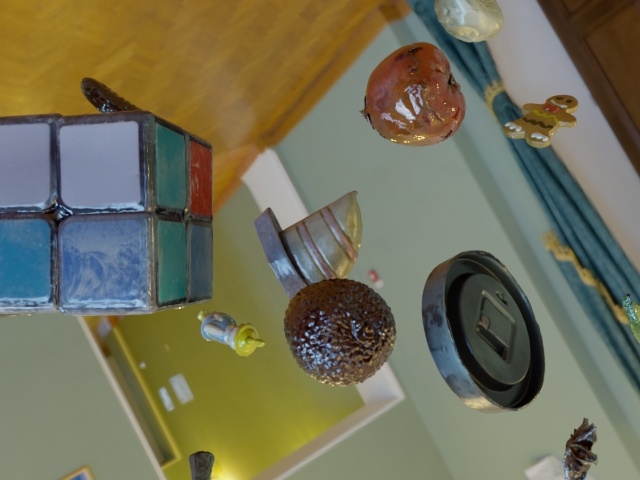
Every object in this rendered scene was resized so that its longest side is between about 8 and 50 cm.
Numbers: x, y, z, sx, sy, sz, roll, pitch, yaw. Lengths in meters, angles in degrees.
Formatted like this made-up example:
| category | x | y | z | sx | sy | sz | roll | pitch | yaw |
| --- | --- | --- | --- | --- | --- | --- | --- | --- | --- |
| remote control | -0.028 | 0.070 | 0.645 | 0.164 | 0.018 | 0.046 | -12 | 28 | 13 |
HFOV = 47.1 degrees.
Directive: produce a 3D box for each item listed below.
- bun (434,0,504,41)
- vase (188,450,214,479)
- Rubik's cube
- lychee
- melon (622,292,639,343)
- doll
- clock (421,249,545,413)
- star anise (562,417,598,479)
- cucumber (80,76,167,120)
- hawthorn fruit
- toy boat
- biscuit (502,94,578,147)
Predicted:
| category | x | y | z | sx | sy | sz | roll | pitch | yaw |
| --- | --- | --- | --- | --- | --- | --- | --- | --- | --- |
| bun | 0.285 | -0.472 | 1.485 | 0.102 | 0.183 | 0.183 | -38 | 170 | 32 |
| vase | -0.248 | 0.522 | 1.521 | 0.059 | 0.059 | 0.167 | -29 | -145 | 15 |
| Rubik's cube | -0.370 | -0.034 | 1.238 | 0.313 | 0.318 | 0.316 | -2 | 179 | 9 |
| lychee | 0.043 | 0.212 | 1.711 | 0.261 | 0.260 | 0.260 | -28 | 175 | -3 |
| melon | 0.856 | 0.221 | 1.873 | 0.114 | 0.262 | 0.053 | -52 | -157 | -4 |
| doll | -0.257 | 0.265 | 2.101 | 0.241 | 0.135 | 0.099 | 14 | -127 | 41 |
| clock | 0.324 | 0.178 | 1.441 | 0.067 | 0.325 | 0.325 | -28 | 177 | 41 |
| star anise | 0.470 | 0.368 | 1.316 | 0.129 | 0.056 | 0.124 | -63 | 171 | -47 |
| cucumber | -0.549 | -0.359 | 2.022 | 0.081 | 0.303 | 0.072 | -62 | 165 | 5 |
| hawthorn fruit | 0.228 | -0.371 | 1.960 | 0.307 | 0.276 | 0.276 | -17 | -176 | 41 |
| toy boat | -0.022 | 0.025 | 1.976 | 0.293 | 0.276 | 0.111 | -11 | 177 | 8 |
| biscuit | 0.593 | -0.327 | 1.933 | 0.240 | 0.158 | 0.035 | -39 | 139 | -28 |
